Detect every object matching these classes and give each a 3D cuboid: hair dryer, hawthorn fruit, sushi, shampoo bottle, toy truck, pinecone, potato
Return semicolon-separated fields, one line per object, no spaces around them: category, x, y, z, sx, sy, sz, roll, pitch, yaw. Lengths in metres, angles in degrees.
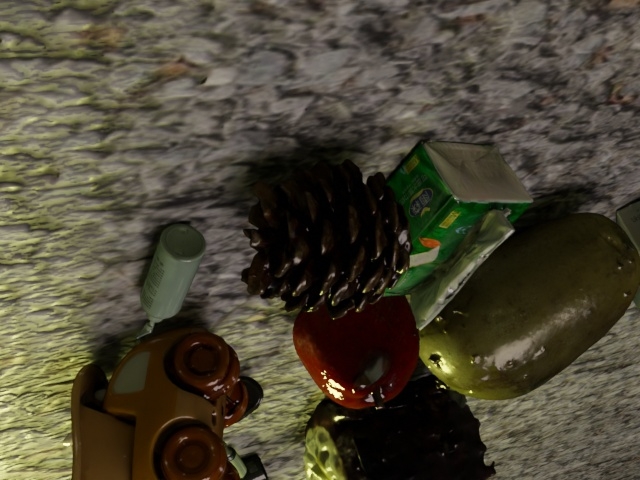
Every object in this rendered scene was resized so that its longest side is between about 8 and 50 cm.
hair dryer;-0.163;0.407;2.004;0.100;0.057;0.197;-24;145;-5
hawthorn fruit;0.060;0.153;1.558;0.185;0.202;0.185;-10;135;-10
sushi;0.130;0.406;1.989;0.294;0.299;0.281;-13;178;-18
shampoo bottle;-0.188;0.056;1.337;0.056;0.056;0.195;-10;151;-28
toy truck;-0.210;0.258;1.466;0.212;0.288;0.204;0;155;3
pinecone;0.002;0.004;1.266;0.205;0.179;0.184;-16;131;-22
potato;0.314;0.102;1.673;0.359;0.219;0.270;-28;155;2

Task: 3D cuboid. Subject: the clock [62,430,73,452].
clock;-0.300;0.304;1.674;0.151;0.062;0.191;-28;153;5

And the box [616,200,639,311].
box;0.565;0.037;1.876;0.079;0.135;0.269;-24;153;4

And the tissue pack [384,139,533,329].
tissue pack;0.155;-0.004;1.420;0.148;0.156;0.209;-3;144;-42

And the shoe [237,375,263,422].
shoe;-0.146;0.265;1.745;0.159;0.062;0.053;-38;164;21
